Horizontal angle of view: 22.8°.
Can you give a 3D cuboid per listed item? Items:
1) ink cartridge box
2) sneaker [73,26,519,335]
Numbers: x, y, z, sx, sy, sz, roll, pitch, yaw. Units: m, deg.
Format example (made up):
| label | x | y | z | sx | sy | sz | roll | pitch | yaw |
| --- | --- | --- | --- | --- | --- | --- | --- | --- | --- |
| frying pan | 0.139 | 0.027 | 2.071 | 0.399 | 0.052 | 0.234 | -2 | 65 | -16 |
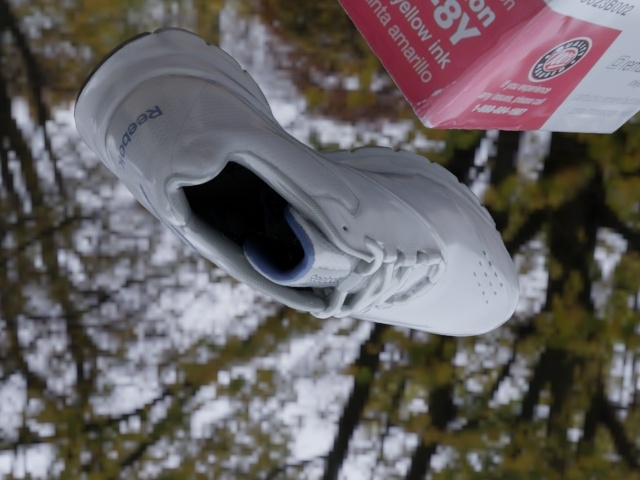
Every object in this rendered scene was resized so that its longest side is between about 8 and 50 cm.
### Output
| label | x | y | z | sx | sy | sz | roll | pitch | yaw |
| --- | --- | --- | --- | --- | --- | --- | --- | --- | --- |
| ink cartridge box | 0.209 | -0.234 | 0.847 | 0.279 | 0.384 | 0.160 | -4 | -123 | -59 |
| sneaker | 0.000 | 0.000 | 0.867 | 0.297 | 0.111 | 0.129 | 23 | -156 | -34 |
